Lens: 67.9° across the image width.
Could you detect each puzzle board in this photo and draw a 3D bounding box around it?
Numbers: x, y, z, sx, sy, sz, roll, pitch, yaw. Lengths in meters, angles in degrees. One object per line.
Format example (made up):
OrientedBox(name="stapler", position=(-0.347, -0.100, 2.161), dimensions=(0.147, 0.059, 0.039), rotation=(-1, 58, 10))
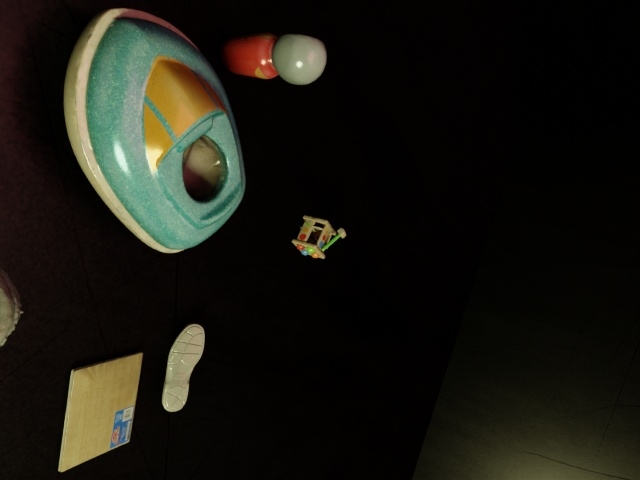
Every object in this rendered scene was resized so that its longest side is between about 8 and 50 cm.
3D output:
OrientedBox(name="puzzle board", position=(-0.273, 0.209, 0.593), dimensions=(0.096, 0.011, 0.128), rotation=(-2, 105, -61))

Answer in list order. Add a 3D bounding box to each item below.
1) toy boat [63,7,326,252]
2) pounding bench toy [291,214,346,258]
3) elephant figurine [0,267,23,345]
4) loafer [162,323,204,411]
OrientedBox(name="toy boat", position=(-0.123, -0.152, 0.545), dimensions=(0.318, 0.148, 0.267), rotation=(-54, 144, -32))
OrientedBox(name="pounding bench toy", position=(0.000, 0.000, 0.890), dimensions=(0.065, 0.084, 0.052), rotation=(-66, 150, -18))
OrientedBox(name="elephant figurine", position=(-0.305, 0.029, 0.331), dimensions=(0.186, 0.170, 0.239), rotation=(-57, 177, 27))
OrientedBox(name="loafer", position=(-0.202, 0.177, 0.681), dimensions=(0.045, 0.039, 0.125), rotation=(18, 83, -27))
